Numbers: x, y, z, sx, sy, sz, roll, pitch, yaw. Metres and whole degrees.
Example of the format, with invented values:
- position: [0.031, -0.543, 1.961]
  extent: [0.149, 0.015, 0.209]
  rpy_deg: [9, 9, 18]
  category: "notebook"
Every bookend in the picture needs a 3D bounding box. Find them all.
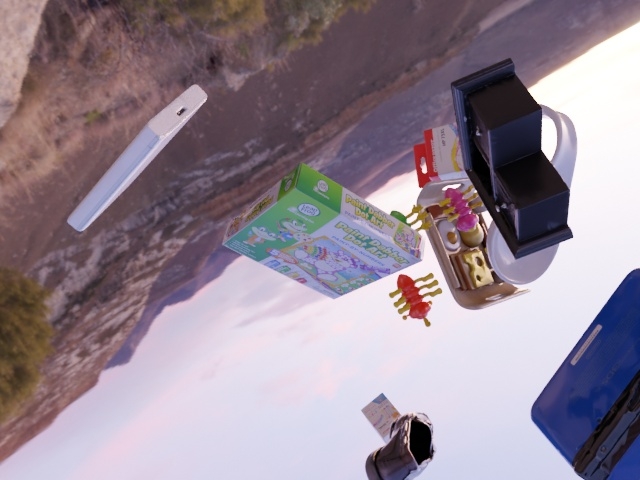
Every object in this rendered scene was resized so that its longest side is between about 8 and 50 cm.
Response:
- position: [0.219, -0.089, 0.621]
  extent: [0.072, 0.157, 0.156]
  rpy_deg: [-22, 143, 6]
  category: "bookend"

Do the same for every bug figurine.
- position: [0.231, 0.019, 0.991]
  extent: [0.279, 0.216, 0.072]
  rpy_deg: [-24, 176, -6]
  category: "bug figurine"

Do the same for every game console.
- position: [0.472, 0.216, 0.738]
  extent: [0.293, 0.173, 0.250]
  rpy_deg: [-57, -173, 7]
  category: "game console"

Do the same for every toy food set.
- position: [0.367, -0.001, 1.276]
  extent: [0.219, 0.306, 0.092]
  rpy_deg: [-11, 165, -39]
  category: "toy food set"

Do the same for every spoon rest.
- position: [0.321, -0.068, 0.816]
  extent: [0.137, 0.277, 0.084]
  rpy_deg: [10, -179, -26]
  category: "spoon rest"

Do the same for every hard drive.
- position: [-0.407, -0.182, 1.214]
  extent: [0.353, 0.047, 0.233]
  rpy_deg: [-35, -160, 33]
  category: "hard drive"

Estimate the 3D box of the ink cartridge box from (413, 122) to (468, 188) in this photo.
- position: [0.347, -0.226, 1.403]
  extent: [0.231, 0.134, 0.078]
  rpy_deg: [-11, 163, 23]
  category: "ink cartridge box"

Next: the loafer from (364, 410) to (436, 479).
- position: [0.184, 0.399, 1.057]
  extent: [0.095, 0.109, 0.302]
  rpy_deg: [-39, 166, 21]
  category: "loafer"

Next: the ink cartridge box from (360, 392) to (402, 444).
- position: [0.210, 0.563, 1.683]
  extent: [0.092, 0.090, 0.143]
  rpy_deg: [-37, -139, -10]
  category: "ink cartridge box"

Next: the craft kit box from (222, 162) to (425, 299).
- position: [0.000, 0.000, 0.912]
  extent: [0.246, 0.249, 0.061]
  rpy_deg: [-34, -144, 48]
  category: "craft kit box"
